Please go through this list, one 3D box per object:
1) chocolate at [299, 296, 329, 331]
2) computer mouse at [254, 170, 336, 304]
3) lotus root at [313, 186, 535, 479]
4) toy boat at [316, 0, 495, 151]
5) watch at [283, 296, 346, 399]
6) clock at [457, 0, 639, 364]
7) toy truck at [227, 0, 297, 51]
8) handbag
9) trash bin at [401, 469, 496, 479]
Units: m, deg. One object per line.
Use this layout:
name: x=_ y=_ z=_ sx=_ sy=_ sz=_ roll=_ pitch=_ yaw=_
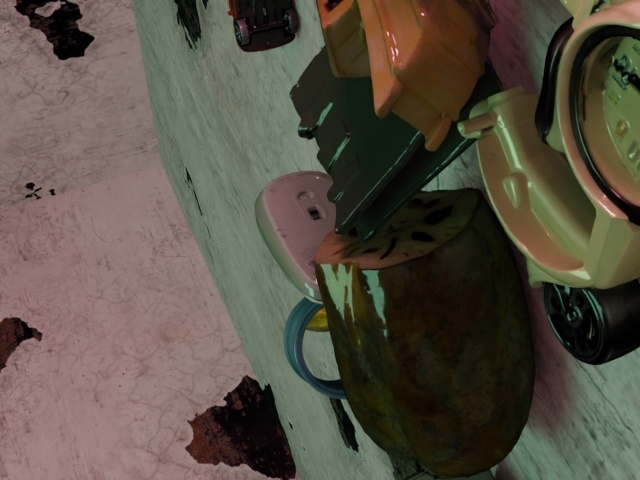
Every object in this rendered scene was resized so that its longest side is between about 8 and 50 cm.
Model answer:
chocolate: x=0.013 y=0.146 z=1.994 sx=0.219 sy=0.086 sz=0.085 roll=164 pitch=89 yaw=-74
computer mouse: x=-0.001 y=0.004 z=1.503 sx=0.097 sy=0.159 sz=0.288 roll=96 pitch=152 yaw=-44
lotus root: x=0.138 y=0.124 z=1.191 sx=0.250 sy=0.250 sz=0.346 roll=-142 pitch=36 yaw=-66
toy boat: x=0.053 y=-0.255 z=0.964 sx=0.136 sy=0.162 sz=0.445 roll=31 pitch=-150 yaw=-33
watch: x=0.048 y=0.162 z=1.570 sx=0.211 sy=0.193 sz=0.211 roll=52 pitch=169 yaw=14
clock: x=0.236 y=-0.079 z=0.844 sx=0.276 sy=0.120 sz=0.379 roll=62 pitch=158 yaw=26
toy truck: x=-0.111 y=-0.456 z=1.683 sx=0.114 sy=0.107 sz=0.252 roll=-124 pitch=23 yaw=-50
handbag: x=0.074 y=-0.160 z=1.114 sx=0.260 sy=0.079 sz=0.247 roll=-50 pitch=40 yaw=34
trash bin: x=0.208 y=0.475 z=1.368 sx=0.262 sy=0.217 sz=0.277 roll=60 pitch=140 yaw=43
